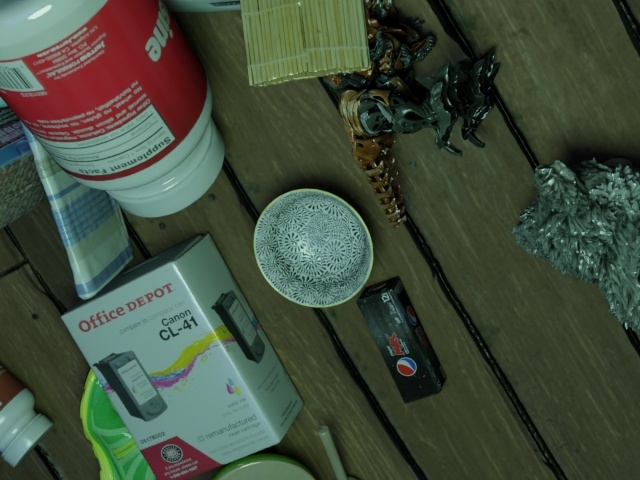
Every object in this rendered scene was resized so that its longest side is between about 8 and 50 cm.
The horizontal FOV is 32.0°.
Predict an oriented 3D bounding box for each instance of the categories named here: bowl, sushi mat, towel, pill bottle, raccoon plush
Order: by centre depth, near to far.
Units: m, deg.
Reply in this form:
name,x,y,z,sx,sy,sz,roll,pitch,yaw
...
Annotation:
name,x,y,z,sx,sy,sz,roll,pitch,yaw
raccoon plush,0.377,0.067,1.273,0.299,0.446,0.216,12,126,-1
sushi mat,-0.030,-0.351,1.368,0.151,0.019,0.317,-7,83,3
pill bottle,-0.273,-0.210,1.376,0.229,0.229,0.408,-5,146,19
bowl,0.000,0.000,1.537,0.170,0.080,0.170,6,110,16
towel,-0.340,-0.074,1.545,0.034,0.209,0.285,-14,104,10
pill bottle,-0.536,0.256,1.772,0.216,0.121,0.121,41,115,-1

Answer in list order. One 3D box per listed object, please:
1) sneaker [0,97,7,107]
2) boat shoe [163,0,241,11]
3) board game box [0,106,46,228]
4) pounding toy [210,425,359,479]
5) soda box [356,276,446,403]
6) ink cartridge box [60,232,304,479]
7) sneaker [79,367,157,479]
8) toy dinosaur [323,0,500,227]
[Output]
name,x,y,z,sx,sy,sz,roll,pitch,yaw
sneaker,-0.454,-0.361,1.539,0.135,0.150,0.366,8,94,46
boat shoe,-0.146,-0.357,1.441,0.301,0.108,0.102,1,89,17
board game box,-0.546,-0.145,1.569,0.291,0.232,0.141,33,116,4
pounding toy,-0.069,0.363,1.679,0.236,0.110,0.183,-25,117,2
soda box,0.114,0.140,1.567,0.060,0.053,0.169,-21,101,23
ink cartridge box,-0.200,0.178,1.636,0.226,0.131,0.306,-25,102,24
sneaker,-0.293,0.308,1.738,0.123,0.109,0.296,-10,110,6
toy dinosaur,0.100,-0.187,1.429,0.218,0.164,0.322,7,130,30
